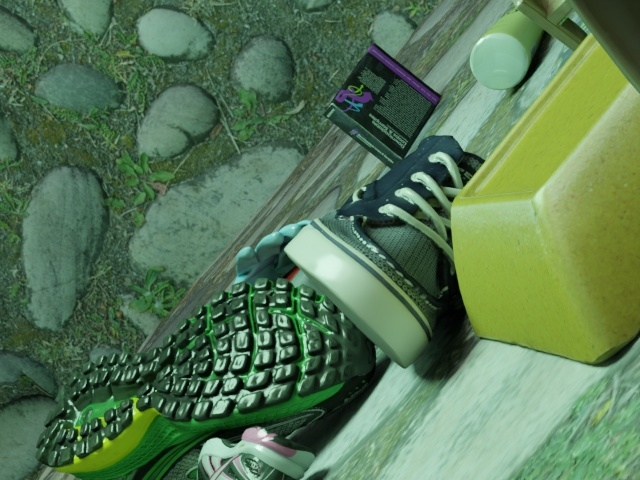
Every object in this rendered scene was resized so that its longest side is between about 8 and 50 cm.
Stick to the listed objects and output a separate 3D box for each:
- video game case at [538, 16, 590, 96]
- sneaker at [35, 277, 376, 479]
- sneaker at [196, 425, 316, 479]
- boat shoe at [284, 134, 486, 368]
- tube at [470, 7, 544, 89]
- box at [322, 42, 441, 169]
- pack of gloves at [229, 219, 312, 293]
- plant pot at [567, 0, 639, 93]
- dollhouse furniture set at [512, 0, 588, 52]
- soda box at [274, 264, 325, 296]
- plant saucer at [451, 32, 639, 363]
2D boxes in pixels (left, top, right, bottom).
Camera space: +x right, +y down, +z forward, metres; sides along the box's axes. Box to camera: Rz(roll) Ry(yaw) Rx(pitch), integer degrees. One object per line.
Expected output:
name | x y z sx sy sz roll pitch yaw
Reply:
video game case | 0.276 -0.218 1.637 0.190 0.022 0.173 -46 7 37
sneaker | -0.078 0.138 1.560 0.343 0.146 0.134 -23 42 40
sneaker | -0.066 0.196 1.427 0.077 0.072 0.178 -64 5 -22
boat shoe | 0.068 -0.010 1.401 0.158 0.127 0.340 -45 7 1
tube | 0.209 -0.219 2.004 0.070 0.062 0.240 -5 17 17
box | 0.080 -0.174 2.391 0.029 0.116 0.162 -48 6 40
pack of gloves | 0.000 0.000 1.681 0.195 0.046 0.232 -14 -16 -17
plant pot | 0.230 -0.205 0.724 0.280 0.323 0.323 -35 5 -2
dollhouse furniture set | 0.266 -0.276 1.536 0.212 0.161 0.242 -46 30 22
soda box | -0.039 0.101 1.676 0.083 0.092 0.263 -51 6 -34
plant saucer | 0.200 -0.087 1.110 0.333 0.081 0.333 -51 6 -5
